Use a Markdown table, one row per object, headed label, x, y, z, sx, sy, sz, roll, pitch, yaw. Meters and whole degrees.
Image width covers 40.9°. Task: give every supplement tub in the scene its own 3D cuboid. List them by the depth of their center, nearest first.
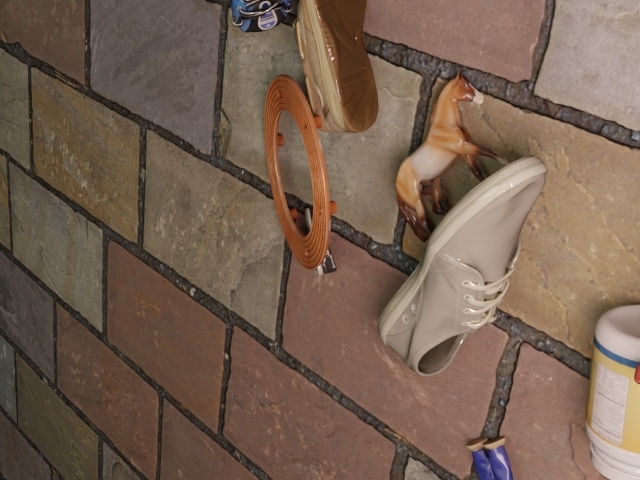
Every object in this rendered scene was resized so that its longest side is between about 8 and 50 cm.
| label | x | y | z | sx | sy | sz | roll | pitch | yaw |
| --- | --- | --- | --- | --- | --- | --- | --- | --- | --- |
| supplement tub | 0.413 | 0.196 | 1.083 | 0.144 | 0.144 | 0.199 | 18 | 116 | 44 |

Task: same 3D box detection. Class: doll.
| label | x | y | z | sx | sy | sz | roll | pitch | yaw |
| --- | --- | --- | --- | --- | --- | --- | --- | --- | --- |
| doll | 0.294 | 0.408 | 1.362 | 0.129 | 0.046 | 0.188 | -19 | 88 | 50 |

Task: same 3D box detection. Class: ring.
| label | x | y | z | sx | sy | sz | roll | pitch | yaw |
| --- | --- | --- | --- | --- | --- | --- | --- | --- | --- |
| ring | -0.036 | -0.116 | 1.475 | 0.336 | 0.032 | 0.336 | 168 | 90 | -74 |

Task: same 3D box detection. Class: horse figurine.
| label | x | y | z | sx | sy | sz | roll | pitch | yaw |
| --- | --- | --- | --- | --- | --- | --- | --- | --- | --- |
| horse figurine | 0.185 | -0.102 | 1.296 | 0.174 | 0.066 | 0.263 | 50 | 132 | 17 |

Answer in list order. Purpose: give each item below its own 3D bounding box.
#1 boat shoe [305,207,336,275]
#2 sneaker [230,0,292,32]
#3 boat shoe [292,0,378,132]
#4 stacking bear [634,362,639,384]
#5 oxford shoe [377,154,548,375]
| label | x | y | z | sx | sy | sz | roll | pitch | yaw |
| --- | --- | --- | --- | --- | --- | --- | --- | --- | --- |
| boat shoe | 0.000 | 0.000 | 1.556 | 0.046 | 0.038 | 0.125 | 146 | 111 | -82 |
| sneaker | -0.089 | -0.414 | 1.356 | 0.330 | 0.130 | 0.147 | -104 | 2 | -89 |
| boat shoe | 0.003 | -0.338 | 1.372 | 0.110 | 0.122 | 0.340 | 5 | 108 | 46 |
| stacking bear | 0.459 | 0.021 | 0.930 | 0.175 | 0.164 | 0.288 | 162 | 117 | -65 |
| oxford shoe | 0.217 | 0.051 | 1.238 | 0.130 | 0.169 | 0.449 | 54 | 143 | 25 |
